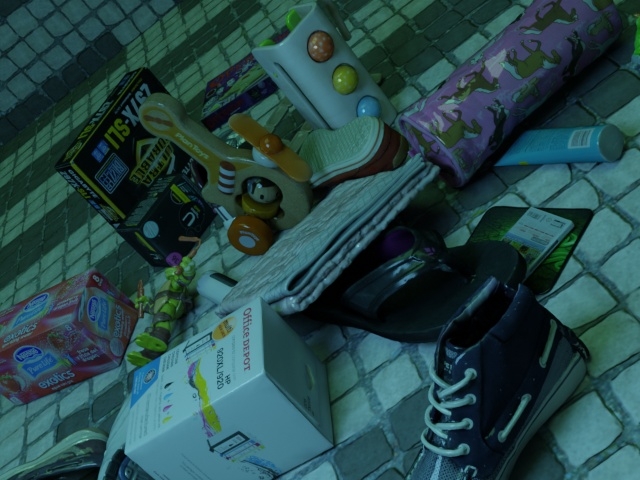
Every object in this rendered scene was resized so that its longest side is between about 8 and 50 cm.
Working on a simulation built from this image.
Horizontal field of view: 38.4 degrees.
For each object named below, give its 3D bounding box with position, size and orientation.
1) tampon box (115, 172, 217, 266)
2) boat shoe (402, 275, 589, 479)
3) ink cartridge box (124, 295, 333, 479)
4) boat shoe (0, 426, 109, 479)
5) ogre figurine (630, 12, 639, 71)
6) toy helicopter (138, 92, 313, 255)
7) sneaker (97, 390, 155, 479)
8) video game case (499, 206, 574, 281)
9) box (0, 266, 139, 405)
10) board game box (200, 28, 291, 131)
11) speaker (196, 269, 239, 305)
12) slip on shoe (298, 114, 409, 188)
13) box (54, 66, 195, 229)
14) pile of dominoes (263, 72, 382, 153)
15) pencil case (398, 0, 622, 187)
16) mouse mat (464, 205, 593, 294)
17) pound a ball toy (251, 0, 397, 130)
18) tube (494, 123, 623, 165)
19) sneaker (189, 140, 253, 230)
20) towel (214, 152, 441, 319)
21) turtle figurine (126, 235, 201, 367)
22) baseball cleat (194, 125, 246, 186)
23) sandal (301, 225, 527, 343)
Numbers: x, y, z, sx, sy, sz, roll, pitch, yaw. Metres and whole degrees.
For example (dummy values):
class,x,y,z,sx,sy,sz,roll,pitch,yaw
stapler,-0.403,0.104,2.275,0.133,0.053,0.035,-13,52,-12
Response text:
class,x,y,z,sx,sy,sz,roll,pitch,yaw
tampon box,-0.317,-0.042,1.903,0.101,0.120,0.161,0,49,49
boat shoe,0.152,0.195,1.024,0.340,0.158,0.127,-51,31,-17
ink cartridge box,-0.124,0.230,1.281,0.233,0.168,0.171,-31,30,15
boat shoe,-0.456,0.415,1.487,0.285,0.103,0.092,-34,25,0
ogre figurine,0.512,-0.291,1.325,0.118,0.097,0.197,-1,62,24
toy helicopter,-0.161,-0.144,1.627,0.235,0.355,0.140,-34,25,47
sneaker,-0.284,0.332,1.423,0.129,0.111,0.297,-39,22,35
video game case,0.278,0.009,1.257,0.122,0.011,0.087,-46,31,-8
box,-0.524,0.192,1.811,0.300,0.142,0.154,-23,34,28
board game box,-0.143,-0.419,2.277,0.347,0.056,0.208,-30,28,19
speaker,-0.168,0.092,1.626,0.055,0.055,0.136,-49,30,-13
slip on shoe,0.043,-0.146,1.666,0.331,0.101,0.123,-11,61,60
box,-0.412,-0.192,2.074,0.079,0.257,0.322,-9,42,43
pile of dominoes,0.001,-0.262,1.907,0.196,0.040,0.251,16,61,33
pencil case,0.297,-0.257,1.455,0.386,0.167,0.160,-44,59,-6
mouse mat,0.272,0.010,1.283,0.190,0.007,0.152,5,53,50
pound a ball toy,0.029,-0.342,1.706,0.208,0.319,0.136,-52,32,-19
tube,0.348,-0.140,1.356,0.080,0.052,0.207,-43,24,-22
sneaker,-0.182,-0.158,1.860,0.106,0.162,0.281,-28,33,22
towel,0.000,0.000,1.446,0.332,0.053,0.317,-44,11,-23
turtle figurine,-0.288,0.127,1.689,0.269,0.087,0.217,-36,30,43
baseball cleat,-0.208,-0.187,2.021,0.109,0.072,0.206,-9,46,33
sandal,0.089,0.053,1.314,0.446,0.107,0.167,-4,45,51
